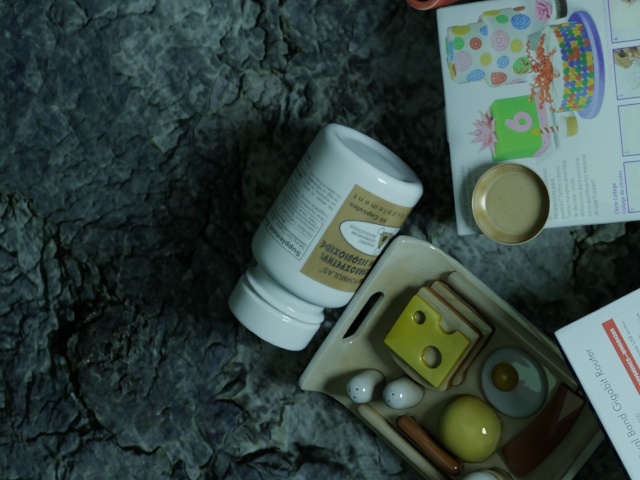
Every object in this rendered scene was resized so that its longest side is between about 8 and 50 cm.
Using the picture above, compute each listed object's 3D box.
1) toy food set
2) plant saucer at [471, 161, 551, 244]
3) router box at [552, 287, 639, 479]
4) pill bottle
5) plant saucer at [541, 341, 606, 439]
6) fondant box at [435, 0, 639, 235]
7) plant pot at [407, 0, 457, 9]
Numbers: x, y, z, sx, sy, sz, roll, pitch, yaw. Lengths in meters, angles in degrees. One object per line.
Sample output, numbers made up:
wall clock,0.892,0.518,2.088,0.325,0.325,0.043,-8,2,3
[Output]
toy food set,0.139,0.169,1.736,0.306,0.092,0.220,41,113,20
plant saucer,0.194,-0.037,1.656,0.083,0.015,0.083,2,95,24
router box,0.431,0.167,1.574,0.301,0.082,0.335,-27,81,4
pill bottle,0.000,0.000,1.785,0.131,0.131,0.229,38,107,18
plant saucer,0.290,0.148,1.721,0.119,0.021,0.119,1,93,24
fondant box,0.294,-0.137,1.664,0.330,0.096,0.238,-5,91,24
plant pot,0.154,-0.404,1.636,0.267,0.235,0.267,-43,76,21
